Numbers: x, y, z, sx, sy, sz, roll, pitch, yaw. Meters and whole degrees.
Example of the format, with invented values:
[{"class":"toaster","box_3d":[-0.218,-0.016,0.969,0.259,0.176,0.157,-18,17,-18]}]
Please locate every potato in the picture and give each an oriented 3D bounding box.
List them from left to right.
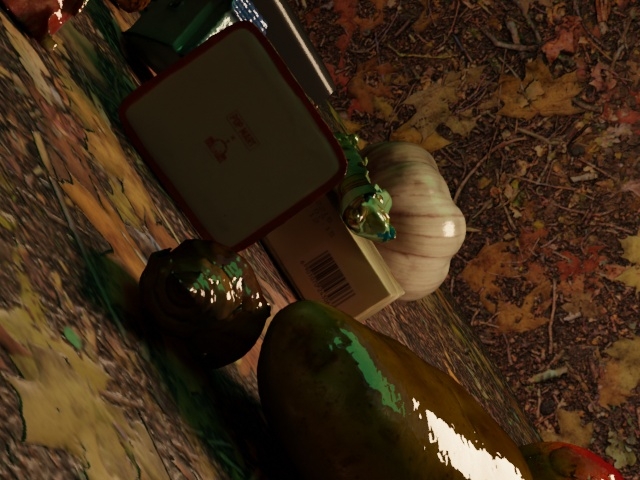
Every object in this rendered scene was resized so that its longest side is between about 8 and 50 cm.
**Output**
[{"class":"potato","box_3d":[0.067,0.174,1.228,0.369,0.176,0.195,49,50,-46]}]

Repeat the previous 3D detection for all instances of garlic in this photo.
[{"class":"garlic","box_3d":[0.066,-0.032,2.169,0.253,0.245,0.245,5,37,-28]}]

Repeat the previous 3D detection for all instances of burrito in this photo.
[{"class":"burrito","box_3d":[0.049,-0.054,1.760,0.104,0.054,0.288,54,6,-22]}]

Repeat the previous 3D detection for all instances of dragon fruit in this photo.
[{"class":"dragon fruit","box_3d":[-0.235,-0.244,1.322,0.102,0.096,0.147,56,8,-30]}]

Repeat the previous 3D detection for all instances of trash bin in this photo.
[{"class":"trash bin","box_3d":[-0.103,-0.264,2.026,0.225,0.165,0.115,54,6,-32]}]

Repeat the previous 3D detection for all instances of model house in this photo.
[{"class":"model house","box_3d":[-0.121,-0.242,1.690,0.148,0.148,0.119,27,-13,47]}]

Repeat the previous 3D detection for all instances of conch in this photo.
[{"class":"conch","box_3d":[-0.077,0.047,1.135,0.086,0.080,0.233,68,10,23]}]

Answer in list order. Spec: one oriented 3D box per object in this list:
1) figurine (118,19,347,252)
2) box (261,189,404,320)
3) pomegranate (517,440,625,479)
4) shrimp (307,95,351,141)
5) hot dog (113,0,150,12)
[{"class":"figurine","box_3d":[-0.095,-0.113,1.526,0.183,0.160,0.226,56,-1,-13]},{"class":"box","box_3d":[0.000,0.000,1.790,0.212,0.095,0.168,57,9,5]},{"class":"pomegranate","box_3d":[0.223,0.299,1.540,0.235,0.210,0.210,38,11,-10]},{"class":"shrimp","box_3d":[-0.046,-0.144,1.937,0.051,0.187,0.132,-63,149,-32]},{"class":"hot dog","box_3d":[-0.241,-0.324,1.763,0.147,0.065,0.099,47,21,-61]}]
